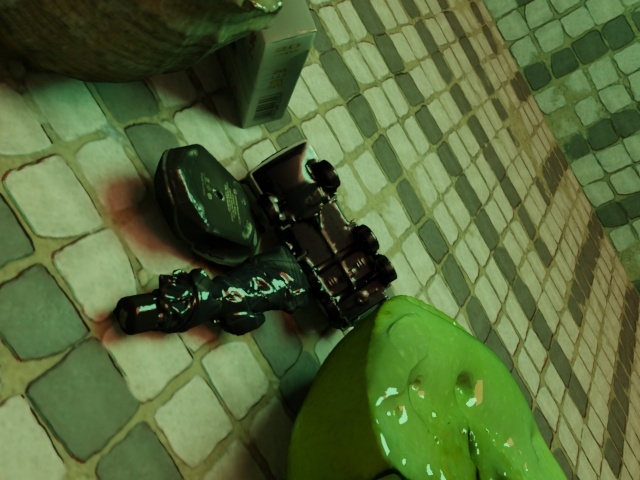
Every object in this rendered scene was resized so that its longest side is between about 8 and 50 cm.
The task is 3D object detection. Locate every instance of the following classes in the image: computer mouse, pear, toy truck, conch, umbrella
[{"bbox_3d":[-0.125,-0.032,0.760,0.192,0.062,0.106,42,33,-58],"label":"computer mouse"},{"bbox_3d":[0.096,0.216,0.767,0.342,0.238,0.318,35,31,-29],"label":"pear"},{"bbox_3d":[0.000,0.000,0.864,0.242,0.101,0.125,60,-10,-9],"label":"toy truck"},{"bbox_3d":[-0.213,-0.238,0.643,0.352,0.210,0.297,38,7,17],"label":"conch"},{"bbox_3d":[-0.108,0.063,0.719,0.224,0.071,0.080,-9,62,-49],"label":"umbrella"}]

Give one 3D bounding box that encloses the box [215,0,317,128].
[{"bbox_3d":[-0.077,-0.248,0.832,0.067,0.233,0.149,-21,82,-16],"label":"box"}]
